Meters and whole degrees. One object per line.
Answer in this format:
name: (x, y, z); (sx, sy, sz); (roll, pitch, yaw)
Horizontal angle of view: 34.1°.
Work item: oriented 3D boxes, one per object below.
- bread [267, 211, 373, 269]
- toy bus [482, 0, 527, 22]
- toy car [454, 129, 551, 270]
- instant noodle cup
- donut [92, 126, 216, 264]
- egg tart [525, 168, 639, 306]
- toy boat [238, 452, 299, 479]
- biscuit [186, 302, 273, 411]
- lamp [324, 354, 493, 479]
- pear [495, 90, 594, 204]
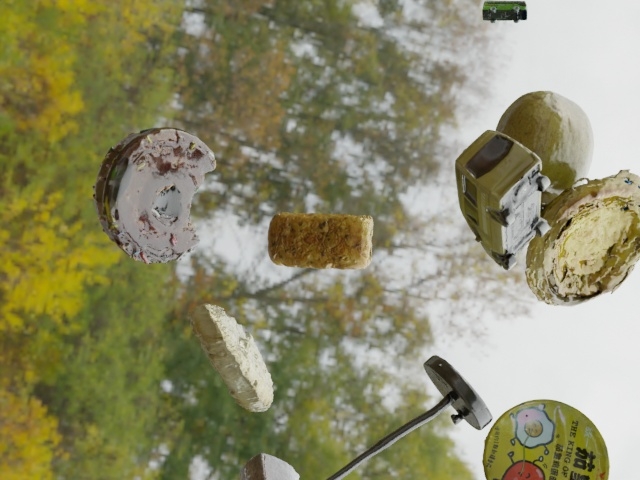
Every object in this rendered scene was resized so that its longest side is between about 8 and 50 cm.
bread: (0.000, 0.000, 2.010); (0.083, 0.211, 0.114); (13, 78, -68)
toy bus: (0.345, -0.429, 1.948); (0.031, 0.083, 0.037); (77, 21, -46)
toy car: (0.272, -0.059, 1.582); (0.101, 0.124, 0.256); (-43, 156, -10)
instant noodle cup: (0.331, 0.342, 1.560); (0.144, 0.182, 0.182); (75, 20, -68)
donut: (-0.283, -0.077, 1.731); (0.096, 0.216, 0.230); (19, -71, 44)
egg tart: (0.472, -0.016, 1.869); (0.107, 0.291, 0.291); (54, -49, 50)
toy boat: (-0.084, 0.511, 1.798); (0.293, 0.111, 0.276); (-96, -179, -50)
biscuit: (-0.146, 0.235, 1.936); (0.179, 0.084, 0.281); (60, -1, 30)
lamp: (0.034, 0.243, 1.231); (0.130, 0.371, 0.108); (36, -38, 59)
pear: (0.420, -0.172, 1.977); (0.228, 0.188, 0.211); (80, 26, -67)
